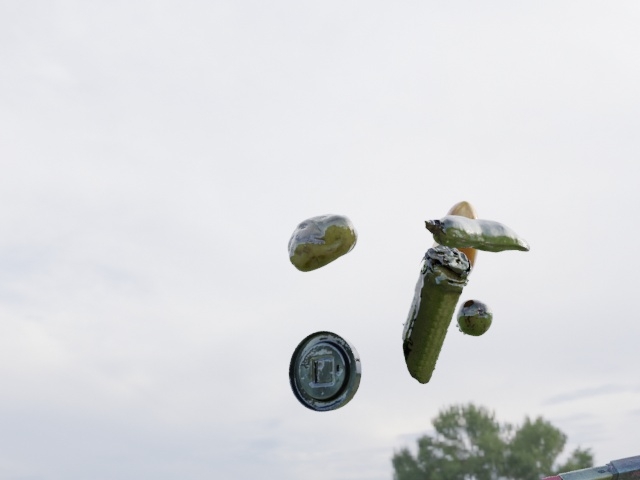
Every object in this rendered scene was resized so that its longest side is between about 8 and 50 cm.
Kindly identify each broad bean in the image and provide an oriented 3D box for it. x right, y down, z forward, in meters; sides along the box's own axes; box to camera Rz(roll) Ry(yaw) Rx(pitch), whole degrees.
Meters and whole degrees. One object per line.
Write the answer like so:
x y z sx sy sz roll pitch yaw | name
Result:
0.306 -0.012 1.445 0.338 0.077 0.061 5 -67 -39 | broad bean

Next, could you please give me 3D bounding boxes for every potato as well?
0.002 0.004 1.983 0.200 0.154 0.137 -29 -61 -4 | potato

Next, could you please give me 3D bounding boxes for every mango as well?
0.413 0.003 2.201 0.138 0.187 0.257 21 -45 19 | mango

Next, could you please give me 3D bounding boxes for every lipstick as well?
0.762 0.655 2.031 0.312 0.051 0.051 -8 -58 -10 | lipstick

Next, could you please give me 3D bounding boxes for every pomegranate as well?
0.457 0.239 2.216 0.114 0.115 0.142 5 -28 -16 | pomegranate

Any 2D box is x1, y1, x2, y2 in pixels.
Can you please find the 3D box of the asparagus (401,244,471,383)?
0.277 0.192 1.852 0.108 0.128 0.382 -31 -38 -46 | asparagus

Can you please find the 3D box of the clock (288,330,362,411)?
0.013 0.350 1.958 0.214 0.215 0.042 -17 -21 30 | clock
